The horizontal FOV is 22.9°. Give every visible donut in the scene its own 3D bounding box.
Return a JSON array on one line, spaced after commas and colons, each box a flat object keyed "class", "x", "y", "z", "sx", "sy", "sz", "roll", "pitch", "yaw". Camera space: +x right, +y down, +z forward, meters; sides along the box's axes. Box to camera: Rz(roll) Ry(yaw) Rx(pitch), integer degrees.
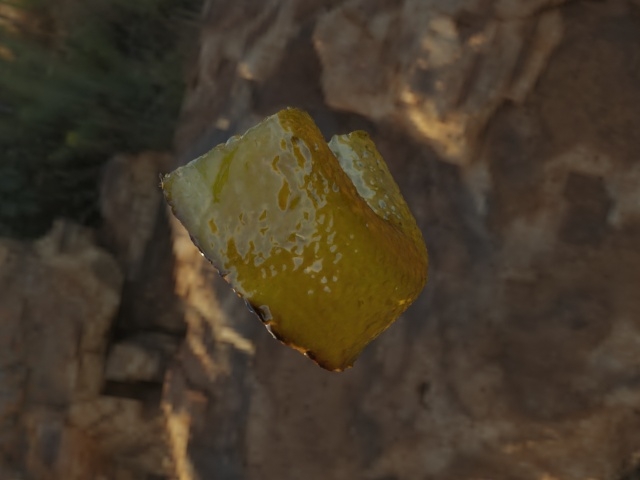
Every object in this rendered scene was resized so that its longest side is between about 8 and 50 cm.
[{"class": "donut", "x": 0.003, "y": 0.004, "z": 1.025, "sx": 0.101, "sy": 0.259, "sz": 0.152, "roll": -32, "pitch": 83, "yaw": 11}]
